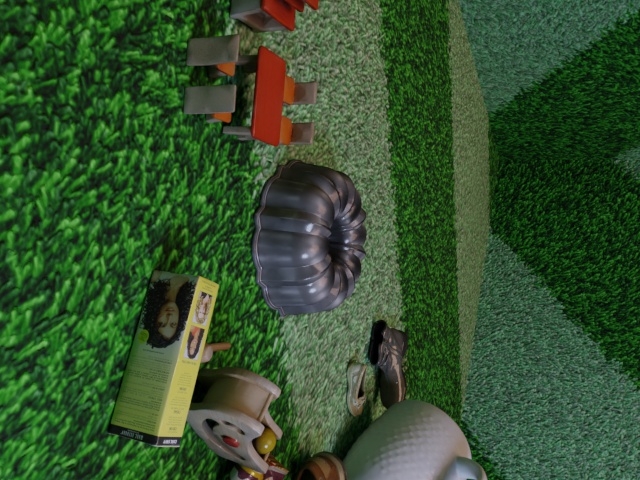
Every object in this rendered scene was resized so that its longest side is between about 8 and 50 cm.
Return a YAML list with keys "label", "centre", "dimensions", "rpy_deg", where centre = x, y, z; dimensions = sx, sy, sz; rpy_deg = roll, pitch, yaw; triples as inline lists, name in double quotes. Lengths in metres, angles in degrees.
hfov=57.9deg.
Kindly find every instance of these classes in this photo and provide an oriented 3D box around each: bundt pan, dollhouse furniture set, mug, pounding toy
- label: "bundt pan"
  centre: [0.000, 0.000, 1.179]
  dimensions: [0.331, 0.124, 0.330]
  rpy_deg: [-18, 110, -61]
- label: "dollhouse furniture set"
  centre: [-0.082, -0.290, 0.960]
  dimensions: [0.262, 0.135, 0.258]
  rpy_deg: [5, 89, -63]
- label: "mug"
  centre: [0.230, 0.600, 1.444]
  dimensions: [0.328, 0.374, 0.275]
  rpy_deg: [-21, 102, -51]
- label: "pounding toy"
  centre: [-0.121, 0.247, 0.935]
  dimensions: [0.154, 0.154, 0.269]
  rpy_deg: [-63, 146, -37]

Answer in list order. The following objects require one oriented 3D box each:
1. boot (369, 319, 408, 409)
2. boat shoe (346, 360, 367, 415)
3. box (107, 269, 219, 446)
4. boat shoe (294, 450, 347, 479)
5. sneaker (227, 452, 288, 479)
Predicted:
- label: "boot"
  centre: [0.181, 0.359, 1.654]
  dimensions: [0.161, 0.084, 0.246]
  rpy_deg: [28, 63, -54]
- label: "boat shoe"
  centre: [0.100, 0.391, 1.510]
  dimensions: [0.056, 0.048, 0.152]
  rpy_deg: [-21, 112, -61]
- label: "box"
  centre: [-0.217, 0.162, 0.811]
  dimensions: [0.058, 0.088, 0.232]
  rpy_deg: [39, 58, -61]
- label: "boat shoe"
  centre: [-0.019, 0.630, 1.249]
  dimensions: [0.120, 0.123, 0.323]
  rpy_deg: [16, 71, -58]
- label: "sneaker"
  centre: [-0.123, 0.437, 1.069]
  dimensions: [0.083, 0.070, 0.185]
  rpy_deg: [-51, 152, -9]
